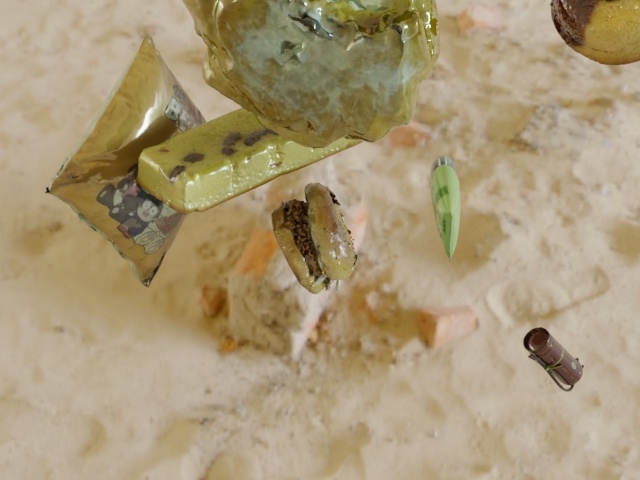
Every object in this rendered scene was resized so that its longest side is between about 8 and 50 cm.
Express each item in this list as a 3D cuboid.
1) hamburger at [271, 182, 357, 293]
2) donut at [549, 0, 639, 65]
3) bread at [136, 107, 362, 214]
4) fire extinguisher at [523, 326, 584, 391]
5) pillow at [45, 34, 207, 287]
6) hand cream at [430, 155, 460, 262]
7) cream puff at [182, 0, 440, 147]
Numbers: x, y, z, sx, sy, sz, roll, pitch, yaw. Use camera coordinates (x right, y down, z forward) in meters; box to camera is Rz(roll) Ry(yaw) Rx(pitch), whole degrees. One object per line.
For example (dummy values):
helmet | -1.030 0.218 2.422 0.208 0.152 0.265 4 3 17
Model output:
hamburger | 0.000 0.000 1.791 0.113 0.185 0.177 -28 21 4
donut | 0.352 -0.303 1.288 0.184 0.073 0.166 -47 70 7
bread | -0.104 -0.151 1.735 0.361 0.077 0.138 -25 43 -26
fire extinguisher | 0.314 0.160 1.452 0.039 0.132 0.056 -4 57 40
pillow | -0.289 -0.124 1.835 0.119 0.310 0.312 12 64 37
hand cream | 0.192 -0.059 1.689 0.046 0.095 0.175 1 42 3
cream puff | -0.006 -0.276 1.380 0.323 0.274 0.270 29 39 -7
